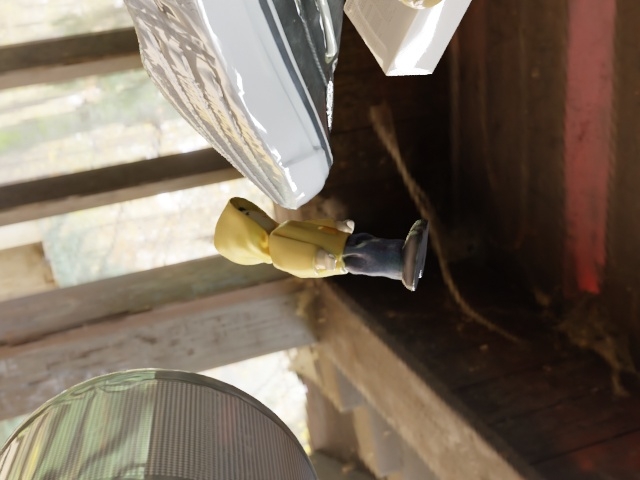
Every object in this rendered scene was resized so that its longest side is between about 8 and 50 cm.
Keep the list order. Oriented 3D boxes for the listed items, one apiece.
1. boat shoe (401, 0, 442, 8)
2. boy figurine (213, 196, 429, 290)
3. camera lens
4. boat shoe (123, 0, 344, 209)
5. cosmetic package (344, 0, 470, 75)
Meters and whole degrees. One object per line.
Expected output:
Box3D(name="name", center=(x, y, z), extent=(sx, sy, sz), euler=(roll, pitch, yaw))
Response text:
Box3D(name="boat shoe", center=(-0.001, -0.258, 0.634), extent=(0.096, 0.098, 0.277), euler=(41, -12, 48))
Box3D(name="boy figurine", center=(0.000, 0.000, 1.428), extent=(0.177, 0.285, 0.092), euler=(-46, 143, -67))
Box3D(name="camera lens", center=(-0.096, 0.211, 0.584), extent=(0.274, 0.219, 0.219), euler=(-111, -167, -73))
Box3D(name="boat shoe", center=(-0.031, -0.129, 0.565), extent=(0.121, 0.119, 0.335), euler=(37, -14, 21))
Box3D(name="cosmetic package", center=(0.104, -0.267, 0.936), extent=(0.099, 0.060, 0.239), euler=(60, -38, 29))
